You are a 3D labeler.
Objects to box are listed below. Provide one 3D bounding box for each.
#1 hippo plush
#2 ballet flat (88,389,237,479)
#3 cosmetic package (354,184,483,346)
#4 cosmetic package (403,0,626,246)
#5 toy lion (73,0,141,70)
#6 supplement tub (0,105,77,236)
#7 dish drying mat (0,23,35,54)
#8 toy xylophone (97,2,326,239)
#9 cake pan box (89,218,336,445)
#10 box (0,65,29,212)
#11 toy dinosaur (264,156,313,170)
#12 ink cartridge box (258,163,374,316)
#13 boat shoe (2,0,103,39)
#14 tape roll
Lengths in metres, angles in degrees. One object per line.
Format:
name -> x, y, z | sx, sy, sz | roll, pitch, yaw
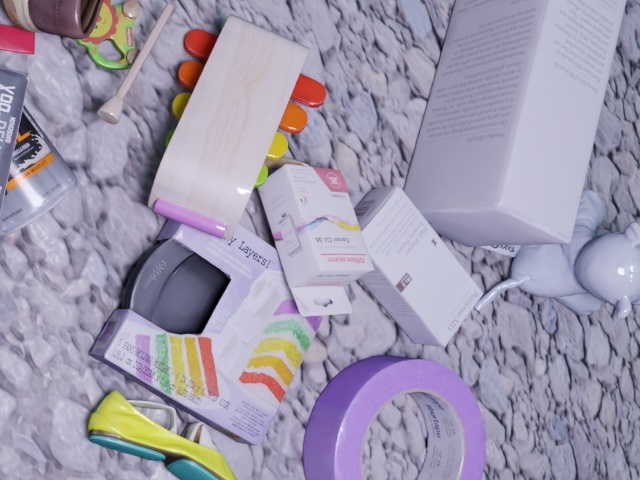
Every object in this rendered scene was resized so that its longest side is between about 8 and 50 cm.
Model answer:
hippo plush -> 0.440, 0.009, 1.450 | 0.294, 0.237, 0.234 | 6, 85, -32
ballet flat -> -0.188, 0.260, 1.153 | 0.231, 0.077, 0.077 | 32, 56, -25
cosmetic package -> 0.131, 0.041, 1.349 | 0.231, 0.085, 0.117 | 48, 66, -20
cosmetic package -> 0.300, -0.228, 1.378 | 0.162, 0.230, 0.453 | 23, 77, -30
toy lion -> -0.277, -0.267, 1.141 | 0.096, 0.034, 0.100 | -6, 92, -25
supplement tub -> -0.377, -0.109, 1.020 | 0.117, 0.117, 0.190 | -42, 109, -26
dish drying mat -> -0.388, -0.246, 1.082 | 0.083, 0.008, 0.032 | 3, 86, -31
toy xylophone -> -0.137, -0.175, 1.157 | 0.236, 0.081, 0.322 | 30, 64, -2
cake pan box -> -0.138, 0.105, 1.190 | 0.267, 0.070, 0.245 | 38, 67, -25
box -> -0.440, -0.047, 0.874 | 0.243, 0.076, 0.307 | 12, 83, -28
toy dinosaur -> -0.093, -0.116, 1.246 | 0.183, 0.053, 0.092 | -13, 110, -29
ink cartridge box -> 0.000, 0.000, 1.224 | 0.115, 0.067, 0.198 | 0, 65, -48
boat shoe -> -0.255, -0.396, 1.078 | 0.342, 0.123, 0.123 | -68, 161, -12
tape roll -> 0.113, 0.309, 1.324 | 0.275, 0.090, 0.274 | 1, 89, -32
